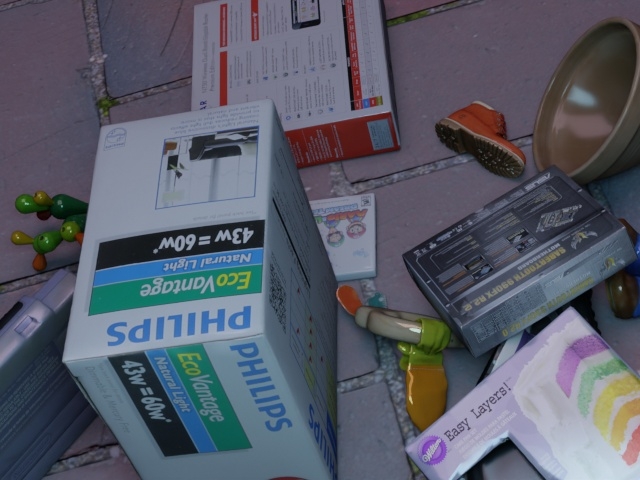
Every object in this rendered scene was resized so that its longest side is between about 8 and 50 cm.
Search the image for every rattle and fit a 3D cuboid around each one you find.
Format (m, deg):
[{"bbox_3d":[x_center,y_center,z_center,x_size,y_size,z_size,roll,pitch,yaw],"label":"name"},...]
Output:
[{"bbox_3d":[0.091,0.144,1.765,0.199,0.143,0.130,10,19,42],"label":"rattle"}]

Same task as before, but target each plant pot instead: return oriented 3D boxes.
[{"bbox_3d":[0.396,-0.171,1.868,0.109,0.237,0.237,22,47,-19],"label":"plant pot"}]

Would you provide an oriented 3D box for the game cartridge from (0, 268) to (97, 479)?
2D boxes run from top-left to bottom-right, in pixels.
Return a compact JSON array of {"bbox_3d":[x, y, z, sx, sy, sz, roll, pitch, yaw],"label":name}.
[{"bbox_3d":[-0.391,0.223,1.694,0.068,0.230,0.355,23,59,31],"label":"game cartridge"}]

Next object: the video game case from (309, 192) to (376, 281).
[{"bbox_3d":[0.000,0.000,1.923,0.157,0.019,0.143,-7,49,10],"label":"video game case"}]

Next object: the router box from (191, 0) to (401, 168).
[{"bbox_3d":[-0.042,-0.255,2.115,0.301,0.082,0.335,-10,48,8],"label":"router box"}]

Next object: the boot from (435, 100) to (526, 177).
[{"bbox_3d":[0.245,-0.148,1.961,0.084,0.059,0.158,-35,48,-22],"label":"boot"}]

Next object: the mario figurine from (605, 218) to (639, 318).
[{"bbox_3d":[0.503,-0.002,1.676,0.320,0.170,0.198,-9,82,18],"label":"mario figurine"}]

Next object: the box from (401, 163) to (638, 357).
[{"bbox_3d":[0.237,0.020,1.679,0.231,0.056,0.183,-31,35,-4],"label":"box"}]

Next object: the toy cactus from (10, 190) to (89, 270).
[{"bbox_3d":[-0.331,-0.019,1.996,0.219,0.112,0.180,19,38,32],"label":"toy cactus"}]

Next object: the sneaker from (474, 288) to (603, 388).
[{"bbox_3d":[0.297,0.111,1.710,0.124,0.107,0.283,28,56,7],"label":"sneaker"}]

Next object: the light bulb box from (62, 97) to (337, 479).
[{"bbox_3d":[-0.121,0.091,1.648,0.225,0.358,0.361,-9,47,11],"label":"light bulb box"}]

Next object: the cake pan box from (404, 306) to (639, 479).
[{"bbox_3d":[0.261,0.247,1.530,0.267,0.070,0.246,-39,64,-2],"label":"cake pan box"}]
